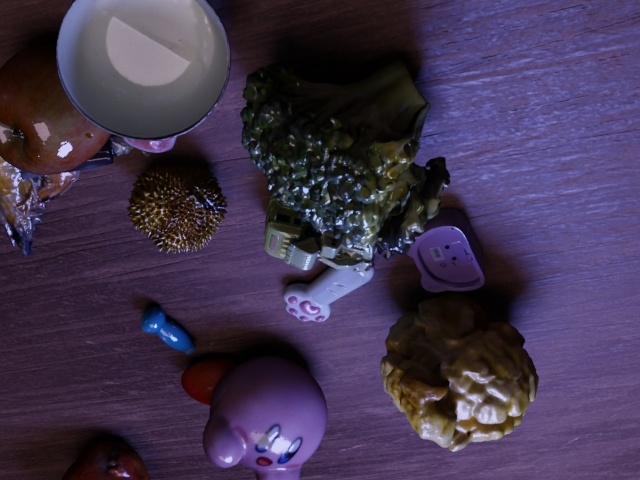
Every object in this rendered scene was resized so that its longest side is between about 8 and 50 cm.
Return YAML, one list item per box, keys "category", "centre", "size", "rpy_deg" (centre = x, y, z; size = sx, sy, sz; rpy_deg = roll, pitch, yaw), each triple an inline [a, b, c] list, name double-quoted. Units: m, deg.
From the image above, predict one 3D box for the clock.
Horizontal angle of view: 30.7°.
- category: "clock"
  centre: [0.203, 0.018, 1.908]
  size: [0.110, 0.050, 0.153]
  rpy_deg: [-12, 131, 22]

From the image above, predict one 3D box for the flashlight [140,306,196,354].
- category: "flashlight"
  centre: [-0.281, 0.170, 2.162]
  size: [0.051, 0.051, 0.129]
  rpy_deg: [-26, 127, 32]

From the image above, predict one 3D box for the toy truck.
- category: "toy truck"
  centre: [0.000, 0.000, 1.884]
  size: [0.191, 0.116, 0.085]
  rpy_deg: [13, 134, -3]

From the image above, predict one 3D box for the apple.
- category: "apple"
  centre: [-0.399, -0.191, 1.713]
  size: [0.188, 0.174, 0.188]
  rpy_deg: [16, 130, 20]

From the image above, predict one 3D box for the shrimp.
- category: "shrimp"
  centre: [-0.476, -0.096, 1.924]
  size: [0.164, 0.062, 0.317]
  rpy_deg: [6, 132, 3]

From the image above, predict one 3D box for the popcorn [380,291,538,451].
- category: "popcorn"
  centre: [0.222, 0.230, 1.926]
  size: [0.265, 0.332, 0.225]
  rpy_deg: [22, 111, 12]

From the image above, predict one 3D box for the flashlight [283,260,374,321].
- category: "flashlight"
  centre: [0.017, 0.083, 2.014]
  size: [0.093, 0.047, 0.200]
  rpy_deg: [35, 132, -23]

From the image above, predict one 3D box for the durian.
- category: "durian"
  centre: [-0.231, -0.053, 1.870]
  size: [0.158, 0.137, 0.168]
  rpy_deg: [11, 149, -30]

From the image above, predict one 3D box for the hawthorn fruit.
- category: "hawthorn fruit"
  centre: [-0.446, 0.523, 2.447]
  size: [0.210, 0.210, 0.262]
  rpy_deg: [19, 129, -7]

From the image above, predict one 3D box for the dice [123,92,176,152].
- category: "dice"
  centre: [-0.251, -0.195, 1.753]
  size: [0.091, 0.093, 0.094]
  rpy_deg: [20, 135, -9]

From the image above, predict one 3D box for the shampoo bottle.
- category: "shampoo bottle"
  centre: [-0.371, -0.139, 1.833]
  size: [0.207, 0.057, 0.063]
  rpy_deg: [-9, 163, -6]

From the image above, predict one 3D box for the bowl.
- category: "bowl"
  centre: [-0.241, -0.269, 1.625]
  size: [0.237, 0.126, 0.238]
  rpy_deg: [-1, 113, -3]

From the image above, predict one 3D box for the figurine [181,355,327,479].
- category: "figurine"
  centre: [-0.099, 0.314, 2.175]
  size: [0.269, 0.261, 0.211]
  rpy_deg: [37, 103, -23]

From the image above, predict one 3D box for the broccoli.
- category: "broccoli"
  centre: [0.031, -0.113, 1.643]
  size: [0.272, 0.324, 0.334]
  rpy_deg: [-23, 138, 18]
